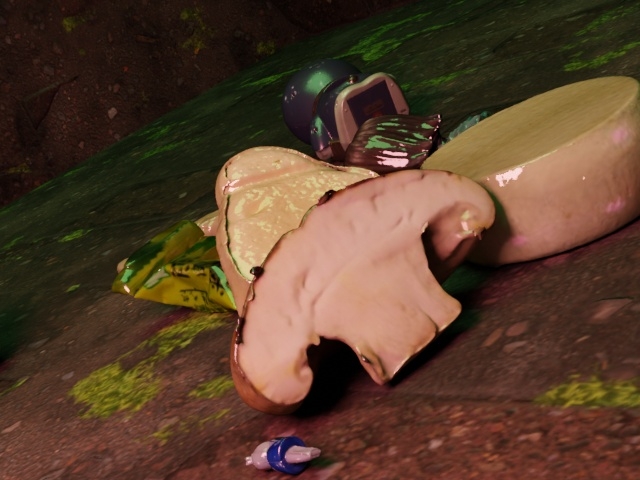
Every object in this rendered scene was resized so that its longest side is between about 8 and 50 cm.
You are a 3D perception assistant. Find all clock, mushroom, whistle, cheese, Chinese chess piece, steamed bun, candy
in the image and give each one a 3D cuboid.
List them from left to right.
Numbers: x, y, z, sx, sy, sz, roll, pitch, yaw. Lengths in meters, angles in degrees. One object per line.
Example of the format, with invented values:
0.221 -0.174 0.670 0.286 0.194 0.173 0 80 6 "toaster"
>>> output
-0.205 0.006 1.612 0.194 0.043 0.065 -29 17 -12 "cheese"
-0.118 0.040 1.312 0.246 0.069 0.149 5 34 39 "candy"
-0.026 0.164 0.848 0.033 0.029 0.083 -17 0 -37 "whistle"
-0.023 -0.013 1.222 0.231 0.110 0.212 -20 47 -19 "steamed bun"
0.038 -0.220 1.812 0.200 0.146 0.243 -35 25 -16 "clock"
0.027 0.052 0.983 0.286 0.156 0.151 -38 -9 -22 "mushroom"
0.222 -0.070 1.095 0.250 0.101 0.250 -23 16 7 "Chinese chess piece"

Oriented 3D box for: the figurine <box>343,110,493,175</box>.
0.134 -0.096 1.317 0.246 0.110 0.138 -4 28 34 "figurine"
